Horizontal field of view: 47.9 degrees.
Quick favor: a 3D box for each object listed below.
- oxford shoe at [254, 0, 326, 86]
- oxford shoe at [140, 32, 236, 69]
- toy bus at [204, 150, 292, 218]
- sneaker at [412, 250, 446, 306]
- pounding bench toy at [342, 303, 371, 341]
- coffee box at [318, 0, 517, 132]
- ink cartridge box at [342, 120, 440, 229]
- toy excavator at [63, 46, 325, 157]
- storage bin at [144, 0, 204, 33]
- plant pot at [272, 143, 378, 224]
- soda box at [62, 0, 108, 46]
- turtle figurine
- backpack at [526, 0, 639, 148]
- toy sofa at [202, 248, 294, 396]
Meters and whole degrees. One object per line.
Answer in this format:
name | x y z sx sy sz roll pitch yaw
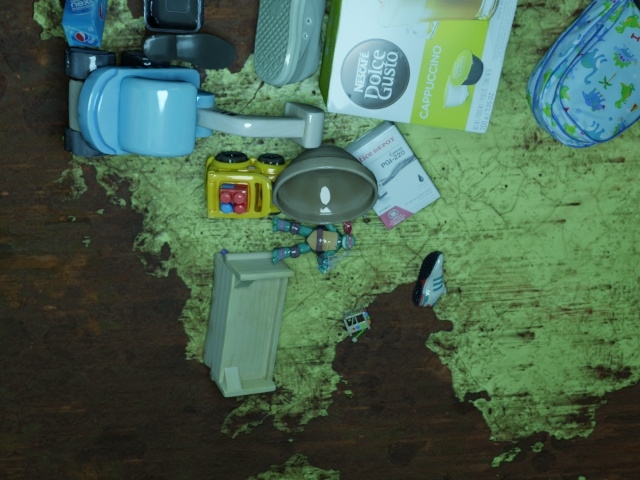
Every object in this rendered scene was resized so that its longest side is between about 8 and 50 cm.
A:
oxford shoe | -0.041 -0.559 1.579 0.130 0.169 0.450 -2 108 -46
oxford shoe | -0.291 -0.426 1.589 0.212 0.076 0.076 2 112 -28
toy bus | -0.166 -0.115 1.687 0.220 0.211 0.150 2 109 -5
sneaker | 0.298 0.102 1.881 0.075 0.057 0.161 9 109 -24
pounding bench toy | 0.103 0.223 1.910 0.065 0.052 0.083 -20 110 4
coffee box | 0.184 -0.438 1.514 0.334 0.338 0.338 7 110 -5
ink cartridge box | 0.166 -0.161 1.750 0.158 0.092 0.218 -34 107 9
toy excavator | -0.274 -0.266 1.562 0.445 0.433 0.222 23 114 34
storage bin | -0.319 -0.552 1.582 0.122 0.084 0.180 3 111 -4
plant pot | 0.011 -0.140 1.640 0.237 0.110 0.237 0 149 0
soda box | -0.492 -0.514 1.527 0.067 0.210 0.071 0 154 -4
turtle figurine | 0.000 0.000 1.771 0.234 0.118 0.175 0 75 0
backpack | 0.638 -0.377 1.629 0.355 0.273 0.290 -36 115 23
toy sofa | -0.190 0.203 1.855 0.150 0.177 0.363 -2 113 -29
